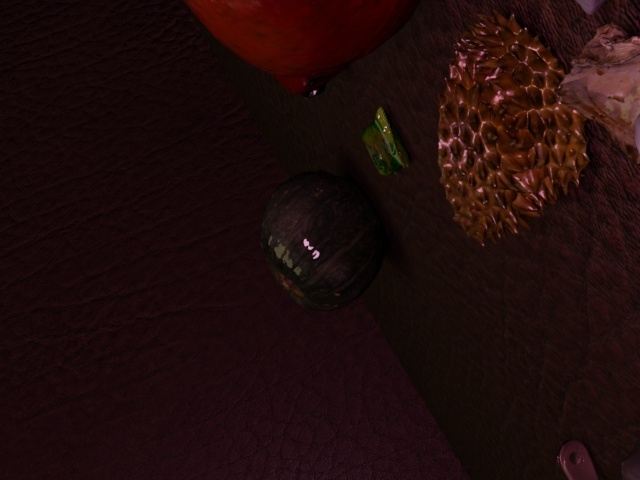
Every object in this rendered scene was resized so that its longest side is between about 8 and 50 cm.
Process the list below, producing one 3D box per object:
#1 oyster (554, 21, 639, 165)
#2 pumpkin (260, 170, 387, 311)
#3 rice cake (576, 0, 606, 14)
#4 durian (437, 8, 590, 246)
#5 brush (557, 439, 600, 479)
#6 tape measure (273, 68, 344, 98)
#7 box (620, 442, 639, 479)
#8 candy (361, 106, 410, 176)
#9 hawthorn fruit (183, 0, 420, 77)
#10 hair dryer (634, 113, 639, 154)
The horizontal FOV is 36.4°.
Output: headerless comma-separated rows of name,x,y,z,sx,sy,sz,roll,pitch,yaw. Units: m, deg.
oyster,0.229,-0.113,0.698,0.105,0.056,0.177,46,170,19
pumpkin,0.000,0.000,2.083,0.291,0.257,0.327,49,167,-2
rice cake,0.168,-0.252,0.619,0.127,0.043,0.237,57,173,23
durian,0.172,-0.093,0.933,0.139,0.144,0.252,-106,-11,-60
brush,0.444,0.434,1.435,0.067,0.072,0.313,-26,90,61
tape measure,-0.052,-0.357,1.587,0.260,0.114,0.253,51,169,39
box,0.369,0.263,0.904,0.148,0.129,0.210,54,171,43
candy,0.105,-0.155,1.583,0.102,0.032,0.178,61,174,0
hawthorn fruit,-0.009,-0.285,0.948,0.265,0.265,0.307,56,-175,37
hair dryer,0.277,-0.045,0.630,0.137,0.047,0.082,46,146,-14
